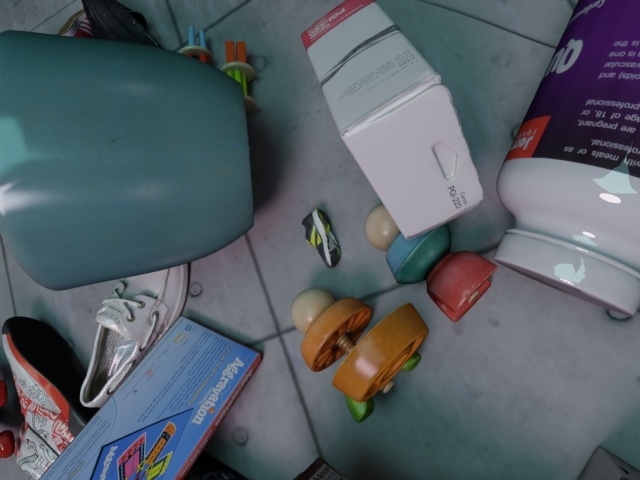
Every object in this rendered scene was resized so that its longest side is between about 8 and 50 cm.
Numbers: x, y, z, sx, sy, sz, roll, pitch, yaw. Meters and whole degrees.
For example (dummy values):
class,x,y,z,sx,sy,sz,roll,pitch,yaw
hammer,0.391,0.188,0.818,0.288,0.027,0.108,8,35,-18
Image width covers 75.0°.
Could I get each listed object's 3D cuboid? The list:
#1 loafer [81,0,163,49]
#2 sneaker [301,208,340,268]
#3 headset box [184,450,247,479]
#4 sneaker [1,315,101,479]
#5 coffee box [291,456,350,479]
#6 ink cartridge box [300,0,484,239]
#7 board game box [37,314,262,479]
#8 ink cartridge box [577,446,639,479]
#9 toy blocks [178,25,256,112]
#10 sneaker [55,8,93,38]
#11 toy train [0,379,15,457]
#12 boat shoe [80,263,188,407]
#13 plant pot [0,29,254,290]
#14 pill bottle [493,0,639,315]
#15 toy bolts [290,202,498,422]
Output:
class,x,y,z,sx,sy,sz,roll,pitch,yaw
loafer,-0.334,-0.359,0.706,0.078,0.076,0.223,-31,72,-23
sneaker,0.000,0.000,0.562,0.035,0.031,0.083,-26,71,30
headset box,-0.213,0.415,0.541,0.283,0.131,0.246,22,92,22
sneaker,-0.457,0.257,0.671,0.270,0.090,0.145,39,96,17
coffee box,0.062,0.352,0.334,0.297,0.119,0.168,26,94,22
ink cartridge box,0.069,-0.133,0.434,0.092,0.158,0.218,-29,45,13
board game box,-0.210,0.233,0.523,0.145,0.027,0.281,19,51,22
ink cartridge box,0.290,0.257,0.342,0.104,0.180,0.060,31,95,20
toy blocks,-0.158,-0.264,0.634,0.123,0.054,0.148,-9,81,20
sneaker,-0.424,-0.371,0.757,0.042,0.067,0.118,-10,51,22
toy train,-0.569,0.236,0.675,0.143,0.105,0.248,11,105,56
boat shoe,-0.278,0.115,0.615,0.098,0.096,0.277,15,89,23
plant pot,-0.206,-0.097,0.517,0.235,0.293,0.293,-5,81,-12
pill bottle,0.286,-0.105,0.381,0.181,0.181,0.323,25,93,21
toy bolts,0.059,0.052,0.454,0.228,0.218,0.158,-43,64,-8
